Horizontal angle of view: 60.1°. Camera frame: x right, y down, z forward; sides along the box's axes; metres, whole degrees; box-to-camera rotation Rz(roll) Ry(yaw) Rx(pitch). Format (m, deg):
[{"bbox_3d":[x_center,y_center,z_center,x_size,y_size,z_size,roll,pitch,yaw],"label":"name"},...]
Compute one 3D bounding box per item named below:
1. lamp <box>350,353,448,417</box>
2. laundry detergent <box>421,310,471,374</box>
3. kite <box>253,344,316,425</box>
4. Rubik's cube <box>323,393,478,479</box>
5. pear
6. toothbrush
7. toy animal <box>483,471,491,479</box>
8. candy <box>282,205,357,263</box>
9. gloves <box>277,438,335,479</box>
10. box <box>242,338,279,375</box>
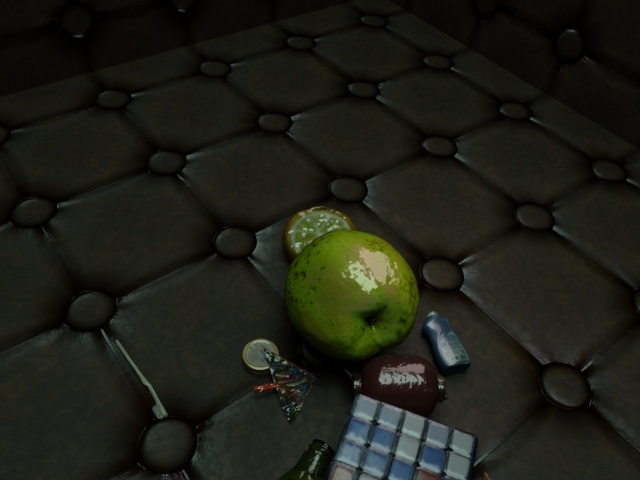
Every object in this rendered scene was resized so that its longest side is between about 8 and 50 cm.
[{"bbox_3d":[0.209,0.390,1.476,0.258,0.180,0.180,3,47,-5],"label":"lamp"},{"bbox_3d":[0.364,0.295,1.645,0.097,0.061,0.206,-10,49,-12],"label":"laundry detergent"},{"bbox_3d":[-0.098,0.389,1.521,0.189,0.009,0.232,-6,60,-28],"label":"kite"},{"bbox_3d":[0.154,0.565,1.224,0.287,0.291,0.293,18,46,11],"label":"Rubik's cube"},{"bbox_3d":[0.094,0.155,1.533,0.392,0.391,0.390,3,47,-3],"label":"pear"},{"bbox_3d":[-0.492,0.372,1.512,0.028,0.026,0.294,-34,58,-13],"label":"toothbrush"},{"bbox_3d":[0.457,0.599,1.292,0.104,0.185,0.183,-16,51,-18],"label":"toy animal"},{"bbox_3d":[0.000,0.000,1.843,0.260,0.118,0.259,1,49,-1],"label":"candy"},{"bbox_3d":[-0.059,0.593,1.291,0.135,0.107,0.268,-5,48,48],"label":"gloves"},{"bbox_3d":[-0.170,0.331,1.574,0.106,0.037,0.105,3,48,-4],"label":"box"}]
